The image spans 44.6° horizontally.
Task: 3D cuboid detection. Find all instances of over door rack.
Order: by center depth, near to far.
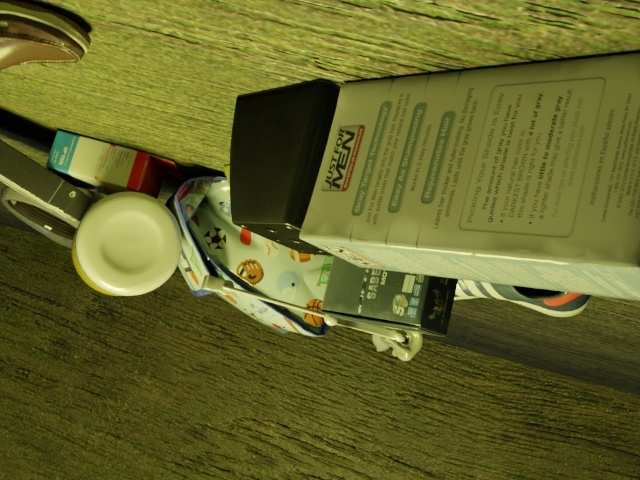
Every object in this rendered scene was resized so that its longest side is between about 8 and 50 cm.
[{"bbox_3d":[0.000,0.000,1.161,0.324,0.240,0.108,15,171,1],"label":"over door rack"}]

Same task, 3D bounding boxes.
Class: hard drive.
[{"bbox_3d":[-0.616,-0.153,1.499,0.339,0.064,0.237,37,169,-26],"label":"hard drive"}]

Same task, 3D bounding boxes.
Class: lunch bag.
[{"bbox_3d":[-0.148,0.027,1.581,0.385,0.239,0.328,35,166,-11],"label":"lunch bag"}]

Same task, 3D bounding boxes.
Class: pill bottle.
[{"bbox_3d":[-0.388,0.014,1.526,0.187,0.188,0.334,20,170,-18],"label":"pill bottle"}]

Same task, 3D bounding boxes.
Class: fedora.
[{"bbox_3d":[-0.661,-0.092,1.967,0.243,0.124,0.275,4,153,39],"label":"fedora"}]

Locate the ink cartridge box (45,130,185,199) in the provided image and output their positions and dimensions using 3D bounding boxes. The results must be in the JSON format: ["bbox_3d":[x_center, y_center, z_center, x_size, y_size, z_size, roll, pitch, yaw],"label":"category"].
[{"bbox_3d":[-0.390,-0.130,1.506,0.230,0.078,0.134,15,169,4],"label":"ink cartridge box"}]

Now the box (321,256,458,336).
[{"bbox_3d":[0.103,-0.001,1.026,0.059,0.233,0.183,22,169,-39],"label":"box"}]

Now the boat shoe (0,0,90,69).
[{"bbox_3d":[-0.400,-0.233,0.948,0.257,0.095,0.095,12,169,20],"label":"boat shoe"}]

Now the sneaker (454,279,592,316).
[{"bbox_3d":[0.271,0.031,1.280,0.349,0.131,0.148,7,160,16],"label":"sneaker"}]

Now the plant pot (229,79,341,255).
[{"bbox_3d":[-0.008,-0.076,0.988,0.188,0.167,0.187,23,168,-38],"label":"plant pot"}]

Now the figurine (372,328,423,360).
[{"bbox_3d":[0.190,0.171,1.839,0.092,0.215,0.209,23,170,-9],"label":"figurine"}]

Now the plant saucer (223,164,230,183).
[{"bbox_3d":[-0.058,-0.083,1.348,0.188,0.045,0.188,22,168,-28],"label":"plant saucer"}]

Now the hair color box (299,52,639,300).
[{"bbox_3d":[0.165,-0.060,0.761,0.374,0.186,0.113,6,166,44],"label":"hair color box"}]
